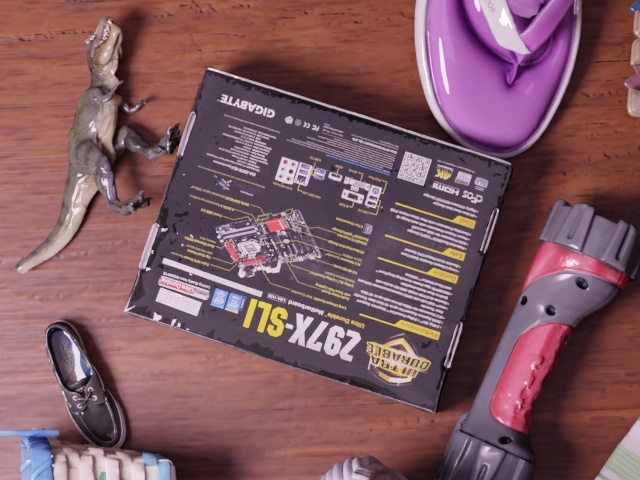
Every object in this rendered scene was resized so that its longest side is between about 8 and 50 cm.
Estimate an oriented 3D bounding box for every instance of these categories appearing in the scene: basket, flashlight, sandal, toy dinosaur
[{"bbox_3d":[-0.275,0.292,1.711,0.288,0.201,0.255,-5,86,-8],"label":"basket"},{"bbox_3d":[0.215,0.116,1.763,0.103,0.103,0.304,23,85,1],"label":"flashlight"},{"bbox_3d":[0.194,-0.284,1.759,0.169,0.102,0.416,10,98,-7],"label":"sandal"},{"bbox_3d":[-0.211,-0.081,1.814,0.118,0.064,0.268,16,88,22],"label":"toy dinosaur"}]

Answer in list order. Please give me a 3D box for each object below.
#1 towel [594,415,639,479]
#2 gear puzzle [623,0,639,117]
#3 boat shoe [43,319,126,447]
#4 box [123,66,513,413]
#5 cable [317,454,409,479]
[{"bbox_3d":[0.320,0.257,1.789,0.113,0.023,0.152,36,89,7],"label":"towel"},{"bbox_3d":[0.472,-0.187,1.814,0.338,0.044,0.176,5,84,0],"label":"gear puzzle"},{"bbox_3d":[-0.237,0.145,1.804,0.049,0.040,0.142,-28,84,-1],"label":"boat shoe"},{"bbox_3d":[0.000,0.000,1.792,0.322,0.079,0.257,17,87,3],"label":"box"},{"bbox_3d":[0.085,0.313,1.672,0.089,0.257,0.257,-37,89,4],"label":"cable"}]
